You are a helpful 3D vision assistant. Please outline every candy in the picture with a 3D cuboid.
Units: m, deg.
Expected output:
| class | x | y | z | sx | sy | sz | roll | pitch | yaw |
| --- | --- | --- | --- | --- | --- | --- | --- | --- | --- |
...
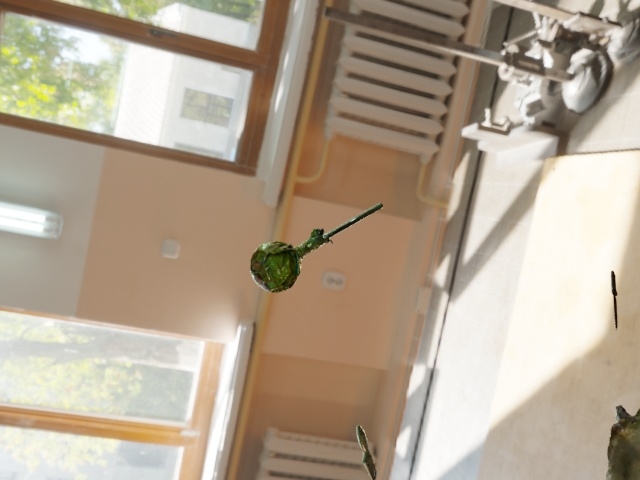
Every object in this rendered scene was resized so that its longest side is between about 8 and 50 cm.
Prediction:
| class | x | y | z | sx | sy | sz | roll | pitch | yaw |
| --- | --- | --- | --- | --- | --- | --- | --- | --- | --- |
| candy | 0.000 | -0.002 | 0.950 | 0.073 | 0.262 | 0.077 | 18 | 134 | 59 |

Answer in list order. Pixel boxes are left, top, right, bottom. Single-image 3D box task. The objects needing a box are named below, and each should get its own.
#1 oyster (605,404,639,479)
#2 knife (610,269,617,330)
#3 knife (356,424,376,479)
| class | x | y | z | sx | sy | sz | roll | pitch | yaw |
| --- | --- | --- | --- | --- | --- | --- | --- | --- | --- |
| oyster | 0.521 | 0.330 | 0.810 | 0.221 | 0.096 | 0.361 | -41 | -1 | 39 |
| knife | 0.617 | 0.125 | 1.209 | 0.010 | 0.023 | 0.170 | -20 | 29 | 37 |
| knife | 0.131 | 0.614 | 1.648 | 0.043 | 0.019 | 0.293 | -59 | -34 | -38 |
